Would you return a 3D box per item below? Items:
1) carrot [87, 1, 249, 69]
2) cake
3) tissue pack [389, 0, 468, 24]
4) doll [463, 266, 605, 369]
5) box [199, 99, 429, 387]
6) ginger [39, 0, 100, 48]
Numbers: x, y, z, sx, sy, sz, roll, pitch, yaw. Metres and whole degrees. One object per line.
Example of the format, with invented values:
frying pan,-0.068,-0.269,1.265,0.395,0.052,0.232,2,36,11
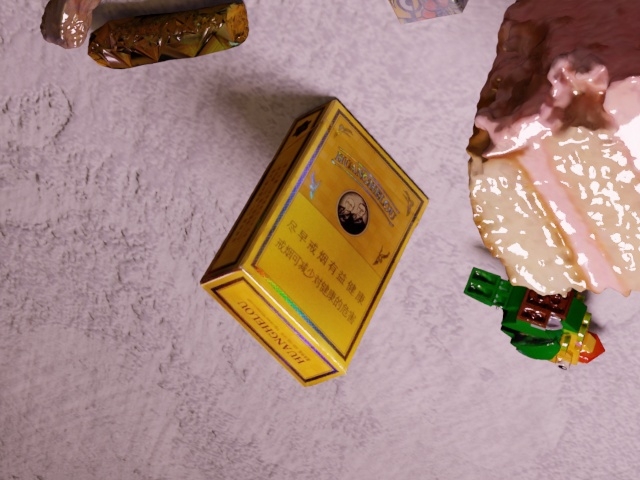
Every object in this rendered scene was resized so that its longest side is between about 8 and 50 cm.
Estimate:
carrot,-0.186,-0.251,2.043,0.228,0.069,0.069,-4,131,33
cake,0.333,-0.126,1.683,0.306,0.314,0.293,-5,130,37
tissue pack,0.115,-0.278,1.855,0.083,0.035,0.063,-5,131,35
doll,0.283,0.101,2.122,0.134,0.106,0.186,4,152,37
box,0.000,0.000,2.018,0.084,0.301,0.193,-20,122,43
ginger,-0.255,-0.332,1.993,0.122,0.084,0.290,27,140,-27
